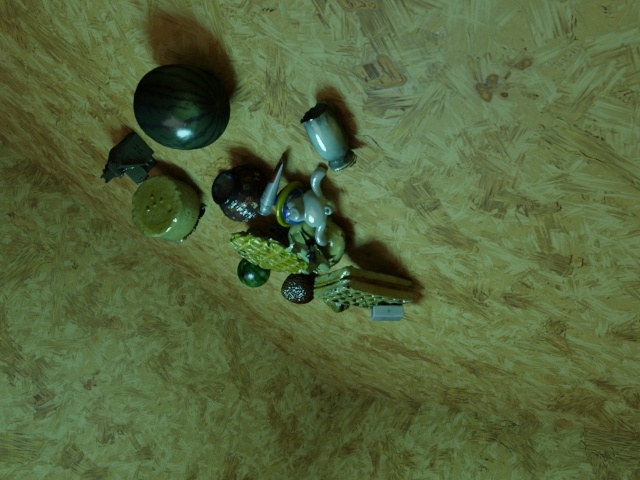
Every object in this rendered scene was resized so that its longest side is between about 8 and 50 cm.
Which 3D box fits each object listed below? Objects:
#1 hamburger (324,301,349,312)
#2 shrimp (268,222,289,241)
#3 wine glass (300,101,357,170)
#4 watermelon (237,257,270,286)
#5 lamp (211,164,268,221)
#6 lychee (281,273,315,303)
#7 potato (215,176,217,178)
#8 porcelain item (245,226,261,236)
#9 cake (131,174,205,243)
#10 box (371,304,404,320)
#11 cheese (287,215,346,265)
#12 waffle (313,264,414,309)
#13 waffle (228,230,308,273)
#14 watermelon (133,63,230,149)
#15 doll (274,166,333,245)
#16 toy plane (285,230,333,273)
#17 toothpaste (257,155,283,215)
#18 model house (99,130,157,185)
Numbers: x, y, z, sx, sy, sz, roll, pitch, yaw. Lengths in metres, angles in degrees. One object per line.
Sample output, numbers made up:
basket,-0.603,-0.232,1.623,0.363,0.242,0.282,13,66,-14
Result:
hamburger,0.068,0.289,2.182,0.206,0.130,0.183,29,149,10
shrimp,-0.176,-0.028,1.998,0.165,0.056,0.065,42,135,2
wine glass,0.027,-0.316,1.301,0.111,0.111,0.204,4,144,40
watermelon,-0.378,0.162,2.343,0.188,0.188,0.215,6,149,38
lamp,-0.312,-0.189,1.714,0.247,0.247,0.247,23,150,14
lychee,-0.107,0.250,2.215,0.194,0.194,0.194,23,150,14
potato,-0.408,-0.228,1.860,0.147,0.112,0.112,29,152,19
porcelain item,-0.330,0.016,2.210,0.081,0.069,0.216,16,153,17
cake,-0.732,-0.148,2.137,0.332,0.332,0.321,19,180,22
box,0.294,0.323,1.864,0.129,0.051,0.130,0,159,1
cheese,0.000,0.000,1.800,0.259,0.128,0.316,40,147,-11
waffle,0.191,0.207,1.806,0.376,0.114,0.261,14,155,-28
waffle,-0.247,0.064,2.024,0.382,0.095,0.380,9,158,24
watermelon,-0.468,-0.442,1.405,0.359,0.279,0.279,16,148,34
doll,-0.072,-0.149,1.588,0.242,0.159,0.311,43,135,36
toy plane,-0.037,0.061,1.683,0.244,0.229,0.092,30,123,-35
toothpaste,-0.177,-0.205,1.580,0.057,0.089,0.234,17,117,-16
model house,-0.934,-0.354,2.017,0.211,0.243,0.204,-5,134,47
